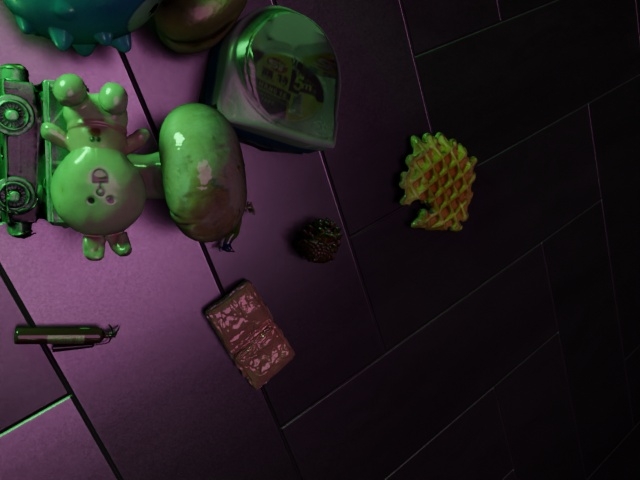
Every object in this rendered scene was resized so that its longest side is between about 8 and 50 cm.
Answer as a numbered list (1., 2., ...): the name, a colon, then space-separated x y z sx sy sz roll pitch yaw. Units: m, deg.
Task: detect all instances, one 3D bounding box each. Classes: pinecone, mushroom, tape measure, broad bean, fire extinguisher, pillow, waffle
1. pinecone: 0.003 0.003 1.197 0.109 0.102 0.102 -36 115 -35
2. mushroom: -0.244 -0.112 0.952 0.243 0.243 0.244 -6 101 -32
3. tape measure: -0.083 -0.312 1.064 0.259 0.138 0.262 11 92 -35
4. broad bean: -0.215 -0.466 0.951 0.188 0.121 0.263 7 92 1
5. fire extinguisher: -0.448 0.177 0.967 0.173 0.035 0.049 5 91 -30
6. pillow: -0.146 0.206 1.163 0.126 0.043 0.233 -36 117 -18
7. waffle: 0.303 -0.147 1.387 0.261 0.056 0.250 8 93 -31

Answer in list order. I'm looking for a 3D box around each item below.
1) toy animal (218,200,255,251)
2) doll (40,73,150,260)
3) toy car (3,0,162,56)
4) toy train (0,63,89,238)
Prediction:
1. toy animal: -0.171 -0.085 1.100 0.075 0.041 0.217 -2 94 -27
2. doll: -0.337 -0.112 0.833 0.154 0.113 0.275 -7 108 -23
3. toy car: -0.356 -0.383 0.833 0.255 0.188 0.190 -7 121 -2
4. toy train: -0.453 -0.140 0.871 0.154 0.115 0.270 -5 100 -41
